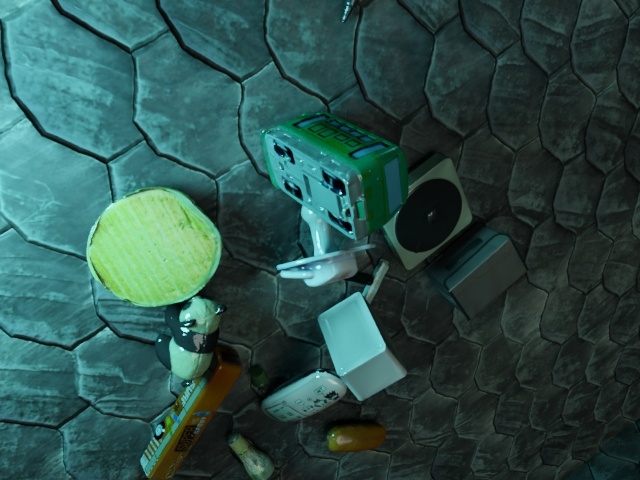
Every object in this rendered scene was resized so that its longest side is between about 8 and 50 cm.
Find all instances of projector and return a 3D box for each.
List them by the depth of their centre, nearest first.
[{"bbox_3d":[0.289,-0.082,1.694,0.259,0.079,0.257,-38,128,-8],"label":"projector"}]

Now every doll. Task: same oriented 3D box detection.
[{"bbox_3d":[-0.316,0.238,1.482,0.143,0.135,0.234,10,106,-36],"label":"doll"}]

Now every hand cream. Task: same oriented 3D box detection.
[{"bbox_3d":[-0.222,0.649,1.804,0.084,0.084,0.203,-37,121,-7],"label":"hand cream"}]

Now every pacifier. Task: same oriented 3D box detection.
[{"bbox_3d":[0.000,0.000,1.530,0.287,0.238,0.226,-8,88,-46],"label":"pacifier"}]

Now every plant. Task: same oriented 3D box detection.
[{"bbox_3d":[-0.172,0.409,1.711,0.051,0.051,0.102,-27,132,-15],"label":"plant"}]

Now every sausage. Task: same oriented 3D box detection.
[{"bbox_3d":[0.118,0.661,1.996,0.238,0.098,0.098,9,110,-36],"label":"sausage"}]

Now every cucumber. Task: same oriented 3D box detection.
[{"bbox_3d":[0.095,0.105,1.713,0.133,0.032,0.032,13,108,-34],"label":"cucumber"}]

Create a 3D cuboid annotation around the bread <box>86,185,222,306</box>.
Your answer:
[{"bbox_3d":[-0.378,0.021,1.363,0.301,0.045,0.302,-7,113,-17],"label":"bread"}]

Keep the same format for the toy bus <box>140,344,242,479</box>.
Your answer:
[{"bbox_3d":[-0.350,0.467,1.611,0.093,0.092,0.409,24,103,-40],"label":"toy bus"}]

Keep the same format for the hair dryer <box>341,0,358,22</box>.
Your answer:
[{"bbox_3d":[0.074,-0.592,1.313,0.173,0.050,0.195,26,104,-35],"label":"hair dryer"}]

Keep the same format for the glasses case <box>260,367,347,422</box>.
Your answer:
[{"bbox_3d":[-0.051,0.449,1.705,0.122,0.075,0.314,38,129,-20],"label":"glasses case"}]

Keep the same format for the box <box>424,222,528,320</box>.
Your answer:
[{"bbox_3d":[0.483,0.092,1.859,0.252,0.153,0.188,-43,127,-3],"label":"box"}]

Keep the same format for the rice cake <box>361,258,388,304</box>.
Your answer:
[{"bbox_3d":[0.157,0.132,1.767,0.033,0.029,0.171,18,104,-30],"label":"rice cake"}]

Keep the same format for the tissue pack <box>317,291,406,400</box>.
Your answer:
[{"bbox_3d":[0.111,0.292,1.675,0.159,0.246,0.136,-31,127,7],"label":"tissue pack"}]

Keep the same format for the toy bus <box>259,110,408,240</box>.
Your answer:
[{"bbox_3d":[0.037,-0.166,1.343,0.199,0.343,0.184,-32,134,-22],"label":"toy bus"}]
